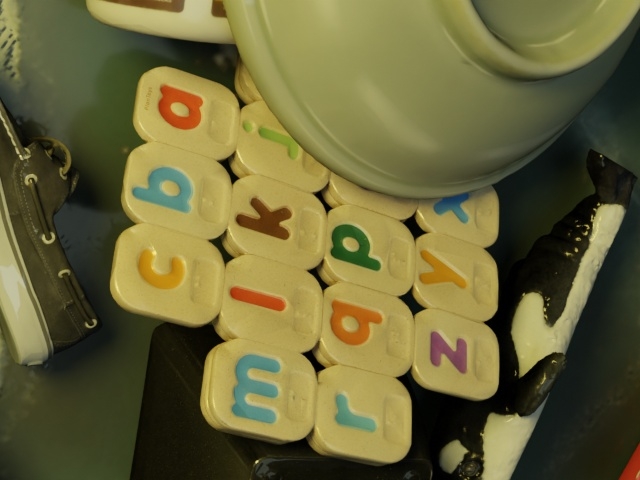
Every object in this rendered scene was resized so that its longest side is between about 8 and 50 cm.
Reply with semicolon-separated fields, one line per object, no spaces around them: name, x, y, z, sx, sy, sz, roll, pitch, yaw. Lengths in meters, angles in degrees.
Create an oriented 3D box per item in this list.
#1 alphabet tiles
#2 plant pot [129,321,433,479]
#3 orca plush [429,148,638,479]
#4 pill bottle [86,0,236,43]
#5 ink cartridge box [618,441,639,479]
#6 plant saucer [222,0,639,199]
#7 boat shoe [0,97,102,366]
alphabet tiles;0.000;0.000;0.824;0.278;0.021;0.284;16;62;-25
plant pot;-0.022;0.177;0.876;0.188;0.167;0.188;6;104;-22
orca plush;0.137;0.060;0.941;0.102;0.151;0.287;25;100;6
pill bottle;-0.075;-0.233;0.763;0.117;0.117;0.214;3;104;-22
ink cartridge box;0.344;0.205;1.072;0.231;0.078;0.134;27;94;-25
plant saucer;0.120;-0.213;0.788;0.401;0.101;0.400;-15;113;-38
boat shoe;-0.190;-0.028;0.803;0.076;0.080;0.228;-21;113;-21
